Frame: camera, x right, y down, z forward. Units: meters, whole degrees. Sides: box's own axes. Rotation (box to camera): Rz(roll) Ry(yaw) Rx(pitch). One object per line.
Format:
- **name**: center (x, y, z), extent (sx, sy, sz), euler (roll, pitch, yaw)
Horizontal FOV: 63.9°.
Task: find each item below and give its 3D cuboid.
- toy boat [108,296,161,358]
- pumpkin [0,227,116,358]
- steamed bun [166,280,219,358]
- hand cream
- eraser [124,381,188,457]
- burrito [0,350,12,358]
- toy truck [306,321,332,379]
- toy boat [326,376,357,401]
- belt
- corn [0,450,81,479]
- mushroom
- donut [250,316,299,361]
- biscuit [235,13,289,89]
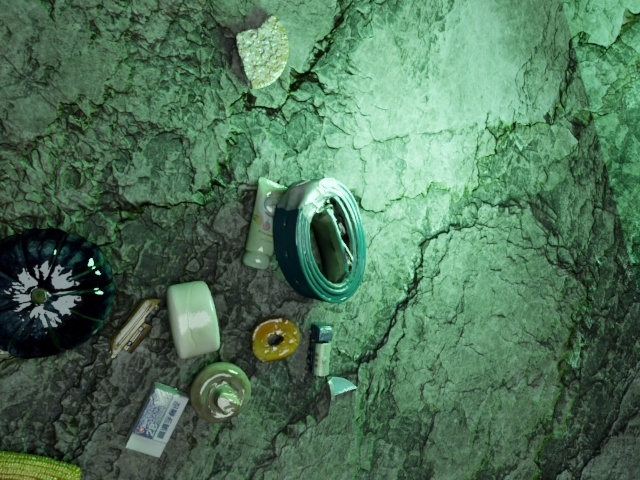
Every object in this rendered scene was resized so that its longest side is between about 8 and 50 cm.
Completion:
- **toy boat**: center (-0.582, 0.274, 1.618), extent (0.088, 0.068, 0.226), euler (44, 75, -26)
- **pumpkin**: center (-0.764, 0.141, 1.418), extent (0.363, 0.266, 0.364), euler (-2, 96, -19)
- **steamed bun**: center (-0.408, 0.256, 1.636), extent (0.146, 0.164, 0.242), euler (-11, 100, -21)
- **hand cream**: center (-0.186, -0.052, 1.755), extent (0.147, 0.093, 0.306), euler (20, 78, -28)
- **eraser**: center (-0.531, 0.582, 1.665), extent (0.124, 0.068, 0.210), euler (28, 84, -24)
- **burrito**: center (-0.960, 0.303, 1.466), extent (0.188, 0.045, 0.058), euler (18, 113, -26)
- **toy truck**: center (-0.002, 0.404, 1.866), extent (0.074, 0.088, 0.202), euler (3, 93, -22)
- **toy boat**: center (0.080, 0.555, 1.953), extent (0.122, 0.034, 0.096), euler (-12, 99, -31)
- **belt**: center (0.001, 0.001, 1.759), extent (0.300, 0.173, 0.437), euler (-22, 103, -37)
- **corn**: center (-0.867, 0.683, 1.511), extent (0.313, 0.102, 0.102), euler (25, 85, -24)
- **mushroom**: center (-0.321, 0.506, 1.678), extent (0.204, 0.204, 0.204), euler (-2, 96, -23)
- **donut**: center (-0.165, 0.341, 1.805), extent (0.178, 0.065, 0.162), euler (1, 99, -25)
- **biscuit**: center (-0.199, -0.633, 1.712), extent (0.188, 0.040, 0.266), euler (22, 85, -24)
